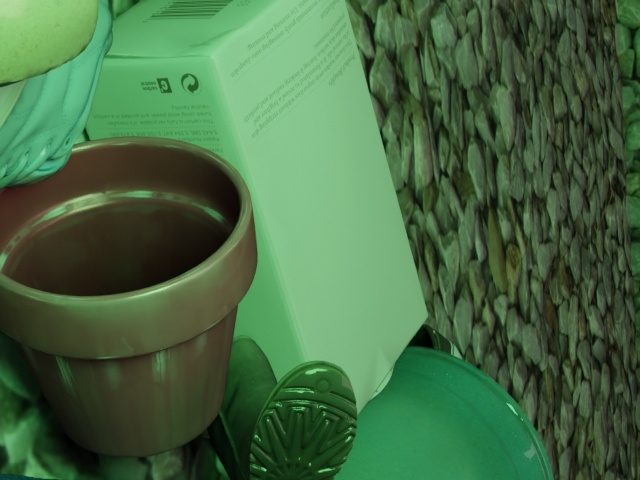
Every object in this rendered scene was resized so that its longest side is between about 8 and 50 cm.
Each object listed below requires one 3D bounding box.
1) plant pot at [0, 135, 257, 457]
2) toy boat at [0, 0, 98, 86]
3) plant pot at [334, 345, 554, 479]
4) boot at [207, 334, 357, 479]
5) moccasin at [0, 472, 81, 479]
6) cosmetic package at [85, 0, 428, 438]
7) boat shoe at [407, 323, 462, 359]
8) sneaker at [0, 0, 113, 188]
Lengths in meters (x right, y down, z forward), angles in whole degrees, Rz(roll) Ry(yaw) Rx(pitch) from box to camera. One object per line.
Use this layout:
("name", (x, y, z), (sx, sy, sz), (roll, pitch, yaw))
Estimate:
("plant pot", (-0.142, 0.050, 1.056), (0.201, 0.201, 0.180), (-63, 156, -49))
("toy boat", (-0.250, -0.199, 0.860), (0.267, 0.148, 0.318), (24, 40, -13))
("plant pot", (0.040, 0.265, 1.331), (0.255, 0.271, 0.272), (-25, 109, -53))
("boot", (-0.037, 0.130, 1.105), (0.208, 0.076, 0.190), (-103, -149, -64))
("moccasin", (-0.151, 0.249, 1.079), (0.342, 0.137, 0.117), (21, 90, -44))
("cosmetic package", (-0.049, -0.032, 1.257), (0.217, 0.156, 0.385), (-48, 132, -47))
("boat shoe", (0.112, 0.192, 1.708), (0.076, 0.080, 0.228), (48, 44, -27))
("sneaker", (-0.217, -0.077, 0.958), (0.150, 0.135, 0.366), (64, 34, -35))
